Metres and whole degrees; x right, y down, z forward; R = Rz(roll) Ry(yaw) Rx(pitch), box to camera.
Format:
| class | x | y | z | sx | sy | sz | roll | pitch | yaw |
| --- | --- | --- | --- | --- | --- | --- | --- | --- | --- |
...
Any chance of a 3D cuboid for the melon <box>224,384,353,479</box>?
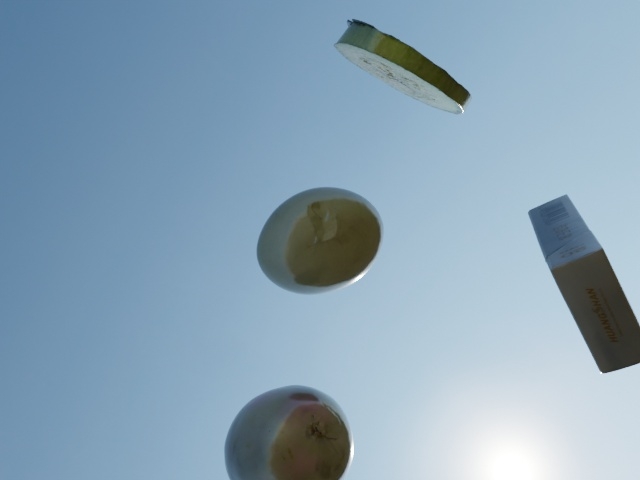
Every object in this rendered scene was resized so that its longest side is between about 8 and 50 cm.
| class | x | y | z | sx | sy | sz | roll | pitch | yaw |
| --- | --- | --- | --- | --- | --- | --- | --- | --- | --- |
| melon | -0.062 | 0.385 | 1.143 | 0.223 | 0.317 | 0.222 | 10 | -121 | -17 |

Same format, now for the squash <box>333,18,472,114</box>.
| class | x | y | z | sx | sy | sz | roll | pitch | yaw |
| --- | --- | --- | --- | --- | --- | --- | --- | --- | --- |
| squash | 0.121 | -0.246 | 0.903 | 0.219 | 0.219 | 0.041 | 25 | -78 | -38 |

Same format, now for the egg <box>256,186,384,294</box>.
| class | x | y | z | sx | sy | sz | roll | pitch | yaw |
| --- | --- | --- | --- | --- | --- | --- | --- | --- | --- |
| egg | 0.000 | 0.000 | 1.268 | 0.270 | 0.219 | 0.219 | -21 | -70 | -16 |

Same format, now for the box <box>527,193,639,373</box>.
| class | x | y | z | sx | sy | sz | roll | pitch | yaw |
| --- | --- | --- | --- | --- | --- | --- | --- | --- | --- |
| box | 0.335 | 0.045 | 0.787 | 0.149 | 0.067 | 0.233 | 58 | -160 | -11 |
